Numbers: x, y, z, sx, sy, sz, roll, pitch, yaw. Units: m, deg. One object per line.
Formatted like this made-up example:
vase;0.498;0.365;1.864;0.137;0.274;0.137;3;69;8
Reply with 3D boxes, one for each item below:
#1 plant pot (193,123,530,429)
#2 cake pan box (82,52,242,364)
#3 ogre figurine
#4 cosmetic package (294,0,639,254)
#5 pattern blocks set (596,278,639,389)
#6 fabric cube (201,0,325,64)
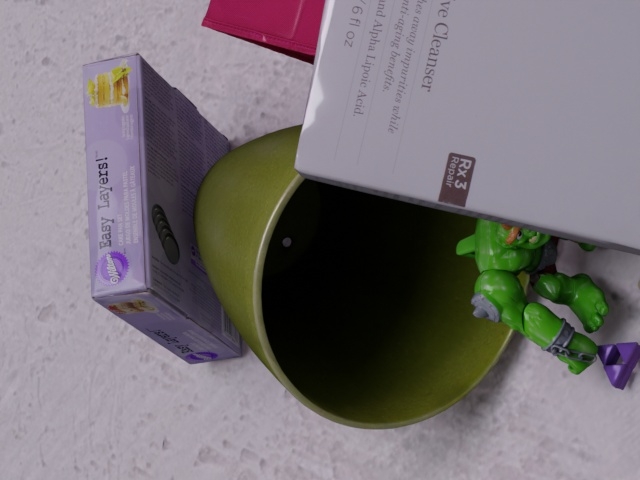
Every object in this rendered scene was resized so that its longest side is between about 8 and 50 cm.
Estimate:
plant pot;0.000;0.000;1.828;0.293;0.274;0.275;25;97;59
cake pan box;-0.151;-0.024;1.965;0.070;0.267;0.246;-8;71;16
ogre figurine;0.186;0.009;1.700;0.097;0.118;0.197;-170;89;-71
cosmetic package;0.187;-0.110;1.545;0.385;0.156;0.217;11;90;3
pattern blocks set;0.348;0.006;1.635;0.325;0.026;0.285;-55;48;18
fabric cube;0.092;-0.265;1.795;0.259;0.254;0.258;20;95;44
